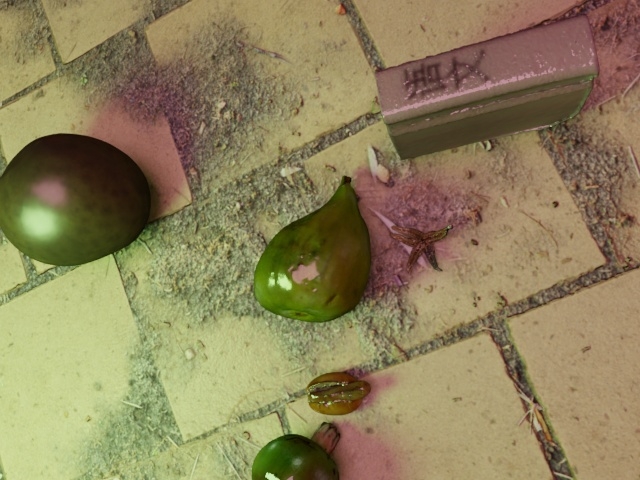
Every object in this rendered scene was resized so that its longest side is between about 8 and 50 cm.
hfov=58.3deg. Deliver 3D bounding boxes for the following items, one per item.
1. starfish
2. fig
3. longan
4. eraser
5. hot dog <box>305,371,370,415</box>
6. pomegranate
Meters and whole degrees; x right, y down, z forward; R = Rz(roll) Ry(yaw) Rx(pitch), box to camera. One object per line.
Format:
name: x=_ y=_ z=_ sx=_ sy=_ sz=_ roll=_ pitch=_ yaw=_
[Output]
starfish: x=0.220 y=0.004 z=1.182 sx=0.130 sy=0.041 sz=0.133 roll=-32 pitch=83 yaw=19
fig: x=-0.002 y=0.014 z=1.148 sx=0.233 sy=0.233 sz=0.314 roll=17 pitch=94 yaw=17
longan: x=-0.550 y=-0.092 z=1.287 sx=0.319 sy=0.319 sz=0.319 roll=-2 pitch=83 yaw=15
eraser: x=0.302 y=-0.270 z=1.075 sx=0.359 sy=0.272 sz=0.122 roll=-11 pitch=79 yaw=13
hot dog: x=0.037 y=0.320 z=1.190 sx=0.140 sy=0.060 sz=0.090 roll=-2 pitch=88 yaw=12
pomegranate: x=-0.035 y=0.458 z=1.152 sx=0.180 sy=0.180 sz=0.210 roll=31 pitch=54 yaw=17
